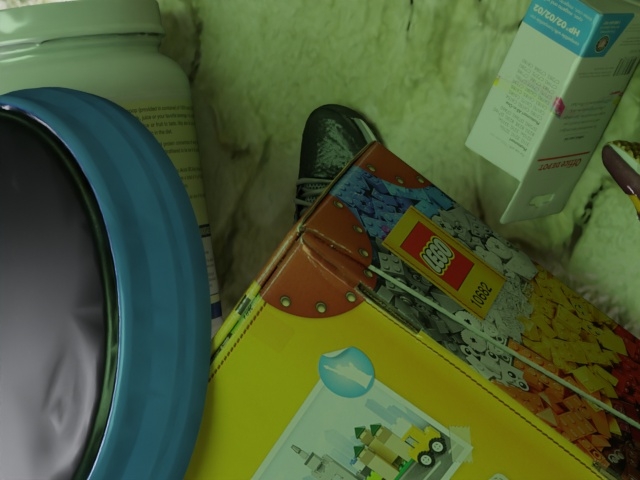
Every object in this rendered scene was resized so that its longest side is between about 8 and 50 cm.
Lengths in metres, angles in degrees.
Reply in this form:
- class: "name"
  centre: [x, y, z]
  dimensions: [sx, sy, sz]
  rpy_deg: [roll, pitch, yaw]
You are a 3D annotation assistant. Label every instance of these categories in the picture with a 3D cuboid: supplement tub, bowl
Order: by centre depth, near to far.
- class: "bowl"
  centre: [-0.240, 0.073, 1.372]
  dimensions: [0.391, 0.077, 0.391]
  rpy_deg: [-4, 85, 45]
- class: "supplement tub"
  centre: [-0.220, -0.041, 1.588]
  dimensions: [0.235, 0.235, 0.325]
  rpy_deg: [-6, 92, 37]

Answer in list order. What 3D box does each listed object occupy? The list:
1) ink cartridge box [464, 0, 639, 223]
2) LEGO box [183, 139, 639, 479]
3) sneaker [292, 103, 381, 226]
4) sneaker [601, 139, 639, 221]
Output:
- class: "ink cartridge box"
  centre: [0.179, -0.108, 1.367]
  dimensions: [0.061, 0.104, 0.181]
  rpy_deg: [36, 116, 27]
- class: "LEGO box"
  centre: [0.029, 0.241, 1.398]
  dimensions: [0.372, 0.193, 0.500]
  rpy_deg: [38, 118, 2]
- class: "sneaker"
  centre: [0.000, 0.000, 1.495]
  dimensions: [0.086, 0.132, 0.229]
  rpy_deg: [-8, 92, 37]
- class: "sneaker"
  centre: [0.268, 0.004, 1.340]
  dimensions: [0.185, 0.069, 0.084]
  rpy_deg: [47, 118, 24]
